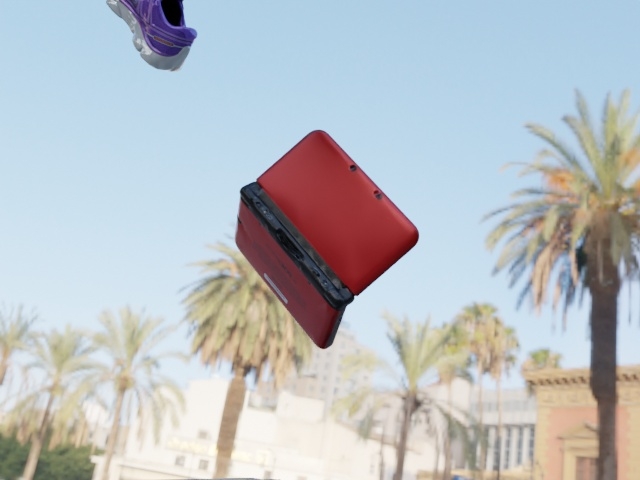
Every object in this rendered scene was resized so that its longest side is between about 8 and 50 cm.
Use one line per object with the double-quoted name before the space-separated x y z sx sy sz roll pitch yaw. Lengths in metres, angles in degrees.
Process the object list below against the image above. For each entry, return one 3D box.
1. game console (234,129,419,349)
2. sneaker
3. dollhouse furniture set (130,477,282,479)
"game console" 0.000 0.000 0.721 0.085 0.144 0.124 -27 -27 -28
"sneaker" -0.179 -0.257 0.881 0.071 0.170 0.068 -45 -23 26
"dollhouse furniture set" -0.170 0.475 0.985 0.257 0.361 0.394 -3 -16 6
